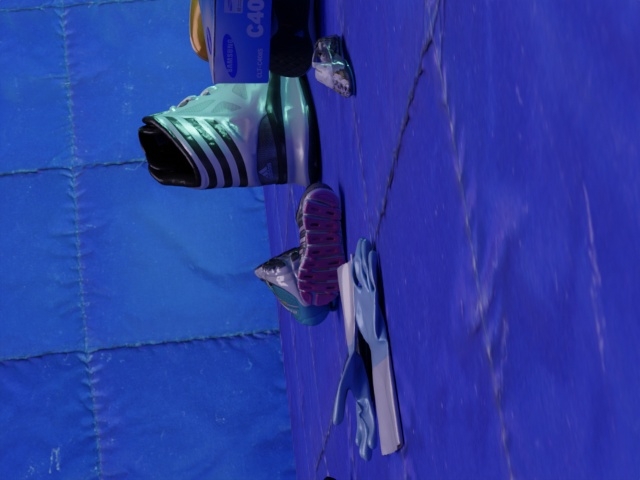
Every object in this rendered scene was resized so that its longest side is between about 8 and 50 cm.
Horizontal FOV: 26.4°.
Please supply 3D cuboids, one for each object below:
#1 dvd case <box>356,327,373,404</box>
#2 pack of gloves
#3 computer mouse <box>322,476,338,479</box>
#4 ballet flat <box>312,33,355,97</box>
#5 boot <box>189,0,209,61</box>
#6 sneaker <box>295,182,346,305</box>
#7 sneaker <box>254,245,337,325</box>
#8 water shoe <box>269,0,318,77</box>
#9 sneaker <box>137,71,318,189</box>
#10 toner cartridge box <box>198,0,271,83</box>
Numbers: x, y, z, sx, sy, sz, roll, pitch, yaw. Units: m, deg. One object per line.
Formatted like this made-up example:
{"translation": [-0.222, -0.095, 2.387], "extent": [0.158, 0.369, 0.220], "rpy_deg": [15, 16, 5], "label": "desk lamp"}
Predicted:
{"translation": [0.049, 0.139, 1.594], "extent": [0.087, 0.013, 0.119], "rpy_deg": [-110, 15, -70], "label": "dvd case"}
{"translation": [0.035, 0.121, 1.468], "extent": [0.195, 0.046, 0.232], "rpy_deg": [116, 148, -72], "label": "pack of gloves"}
{"translation": [0.044, 0.446, 1.907], "extent": [0.071, 0.041, 0.242], "rpy_deg": [72, -177, -71], "label": "computer mouse"}
{"translation": [0.011, -0.189, 1.499], "extent": [0.114, 0.041, 0.041], "rpy_deg": [-103, 9, -53], "label": "ballet flat"}
{"translation": [-0.138, -0.442, 2.190], "extent": [0.211, 0.104, 0.295], "rpy_deg": [171, 116, -81], "label": "boot"}
{"translation": [0.000, 0.000, 1.734], "extent": [0.075, 0.063, 0.170], "rpy_deg": [-99, 7, -62], "label": "sneaker"}
{"translation": [-0.028, 0.066, 1.903], "extent": [0.275, 0.107, 0.110], "rpy_deg": [-67, -47, -86], "label": "sneaker"}
{"translation": [-0.029, -0.296, 1.781], "extent": [0.203, 0.073, 0.080], "rpy_deg": [101, -177, -56], "label": "water shoe"}
{"translation": [-0.154, -0.222, 2.089], "extent": [0.447, 0.258, 0.169], "rpy_deg": [-103, 9, -57], "label": "sneaker"}
{"translation": [-0.119, -0.351, 1.818], "extent": [0.348, 0.075, 0.165], "rpy_deg": [-106, 16, -59], "label": "toner cartridge box"}
